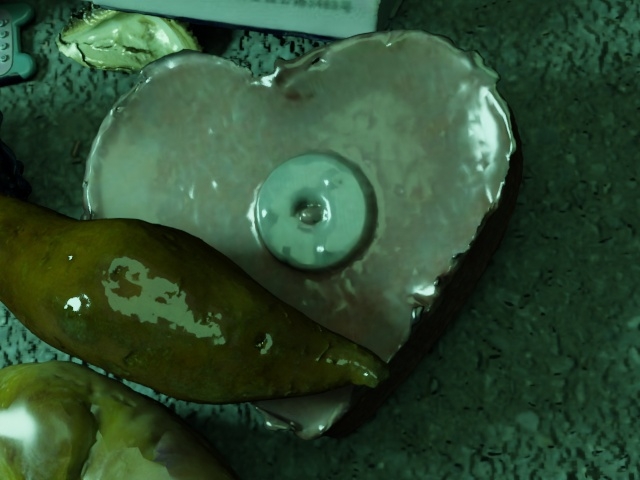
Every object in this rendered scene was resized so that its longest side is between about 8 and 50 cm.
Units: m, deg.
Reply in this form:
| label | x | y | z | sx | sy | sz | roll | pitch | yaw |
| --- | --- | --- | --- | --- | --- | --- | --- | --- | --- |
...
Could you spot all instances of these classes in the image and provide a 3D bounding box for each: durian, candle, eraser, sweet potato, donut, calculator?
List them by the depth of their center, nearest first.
| label | x | y | z | sx | sy | sz | roll | pitch | yaw |
| --- | --- | --- | --- | --- | --- | --- | --- | --- | --- |
| sweet potato | -0.124 | 0.038 | 1.007 | 0.359 | 0.112 | 0.112 | 18 | 76 | 16 |
| donut | -0.160 | 0.239 | 1.014 | 0.299 | 0.150 | 0.317 | -11 | 78 | 12 |
| candle | 0.000 | 0.000 | 1.097 | 0.317 | 0.131 | 0.287 | -12 | 78 | 15 |
| eraser | -0.081 | -0.221 | 1.161 | 0.287 | 0.130 | 0.086 | 10 | 116 | 9 |
| durian | -0.151 | -0.171 | 1.225 | 0.130 | 0.052 | 0.066 | 7 | 112 | 14 |
| calculator | -0.301 | -0.155 | 1.246 | 0.141 | 0.019 | 0.094 | -8 | 74 | 6 |

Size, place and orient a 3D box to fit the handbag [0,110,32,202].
| label | x | y | z | sx | sy | sz | roll | pitch | yaw |
| --- | --- | --- | --- | --- | --- | --- | --- | --- | --- |
| handbag | -0.355 | -0.052 | 1.152 | 0.260 | 0.162 | 0.113 | -6 | 58 | 7 |
